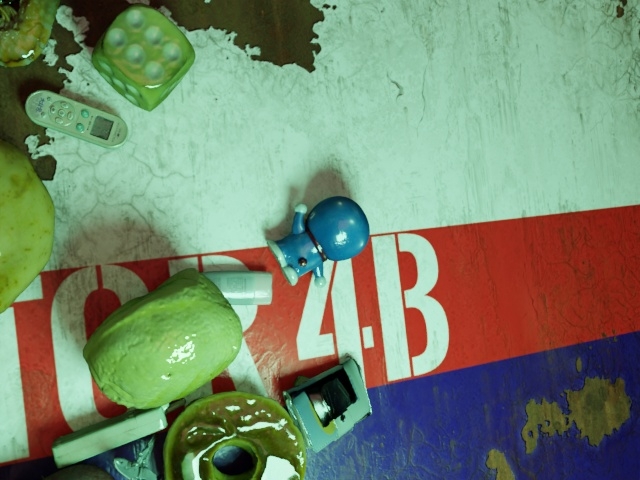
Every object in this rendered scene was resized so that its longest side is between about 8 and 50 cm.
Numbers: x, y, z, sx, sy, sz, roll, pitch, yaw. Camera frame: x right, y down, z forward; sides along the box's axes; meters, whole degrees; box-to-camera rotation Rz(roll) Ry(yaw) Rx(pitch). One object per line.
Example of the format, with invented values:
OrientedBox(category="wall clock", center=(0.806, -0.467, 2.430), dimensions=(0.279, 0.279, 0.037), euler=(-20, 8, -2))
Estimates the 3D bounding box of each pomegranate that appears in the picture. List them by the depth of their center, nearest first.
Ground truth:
OrientedBox(category="pomegranate", center=(-0.671, -0.028, 1.065), dimensions=(0.409, 0.410, 0.411), euler=(1, 87, -20))

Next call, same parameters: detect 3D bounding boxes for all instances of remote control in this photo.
OrientedBox(category="remote control", center=(-0.543, -0.269, 1.322), dimensions=(0.221, 0.042, 0.078), euler=(19, 80, -19))

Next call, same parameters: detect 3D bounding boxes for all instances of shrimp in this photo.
OrientedBox(category="shrimp", center=(-0.653, -0.517, 1.290), dimensions=(0.152, 0.063, 0.288), euler=(20, 82, -7))

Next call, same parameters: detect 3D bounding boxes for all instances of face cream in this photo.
OrientedBox(category="face cream", center=(-0.214, 0.113, 1.416), dimensions=(0.198, 0.057, 0.084), euler=(3, 87, -22))

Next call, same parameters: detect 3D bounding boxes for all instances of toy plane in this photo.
OrientedBox(category="toy plane", center=(-0.384, 0.511, 1.262), dimensions=(0.058, 0.226, 0.226), euler=(-3, 49, 2))

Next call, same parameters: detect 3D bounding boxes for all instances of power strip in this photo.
OrientedBox(category="power strip", center=(-0.435, 0.413, 1.299), dimensions=(0.287, 0.093, 0.053), euler=(-16, 90, -20))

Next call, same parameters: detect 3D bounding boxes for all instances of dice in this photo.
OrientedBox(category="dice", center=(-0.393, -0.406, 1.316), dimensions=(0.169, 0.169, 0.166), euler=(39, 75, -14))

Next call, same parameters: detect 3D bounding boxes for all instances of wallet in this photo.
OrientedBox(category="wallet", center=(0.030, 0.403, 1.453), dimensions=(0.230, 0.069, 0.170), euler=(-20, 88, -37))

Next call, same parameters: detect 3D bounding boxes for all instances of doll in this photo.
OrientedBox(category="doll", center=(0.000, 0.000, 1.464), dimensions=(0.256, 0.161, 0.215), euler=(-28, 111, -3))

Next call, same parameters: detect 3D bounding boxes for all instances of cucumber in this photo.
OrientedBox(category="cucumber", center=(-0.030, 0.384, 1.479), dimensions=(0.107, 0.035, 0.067), euler=(51, 62, -14))

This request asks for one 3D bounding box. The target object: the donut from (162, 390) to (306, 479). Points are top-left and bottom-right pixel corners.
OrientedBox(category="donut", center=(-0.204, 0.505, 1.357), dimensions=(0.329, 0.160, 0.330), euler=(4, 75, -15))

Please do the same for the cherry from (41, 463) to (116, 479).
OrientedBox(category="cherry", center=(-0.511, 0.592, 1.173), dimensions=(0.261, 0.307, 0.221), euler=(-24, 133, -19))

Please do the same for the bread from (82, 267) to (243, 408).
OrientedBox(category="bread", center=(-0.321, 0.217, 1.240), dimensions=(0.320, 0.320, 0.237), euler=(-39, 86, -18))
